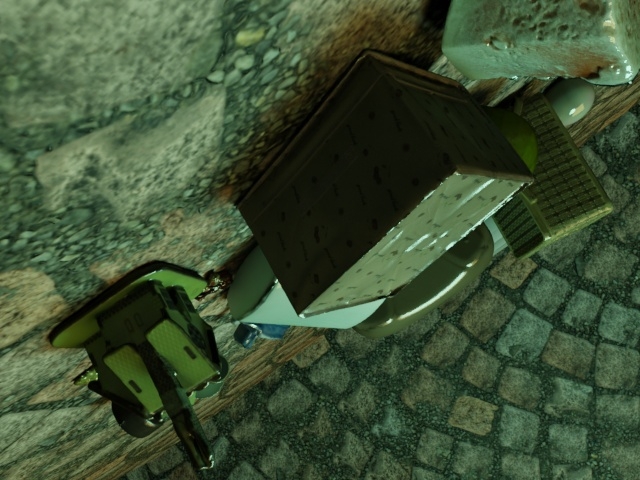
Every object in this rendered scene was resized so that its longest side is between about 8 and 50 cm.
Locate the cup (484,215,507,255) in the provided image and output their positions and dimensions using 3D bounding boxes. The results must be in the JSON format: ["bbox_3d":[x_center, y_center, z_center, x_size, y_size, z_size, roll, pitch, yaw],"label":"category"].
[{"bbox_3d":[0.585,-0.138,1.824,0.327,0.237,0.322,-44,-166,32],"label":"cup"}]

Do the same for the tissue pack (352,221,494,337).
[{"bbox_3d":[0.201,0.047,1.347,0.387,0.267,0.277,-37,168,4],"label":"tissue pack"}]

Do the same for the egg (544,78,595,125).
[{"bbox_3d":[0.590,-0.331,1.358,0.103,0.103,0.135,-24,164,-41],"label":"egg"}]

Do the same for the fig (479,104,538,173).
[{"bbox_3d":[0.298,-0.134,1.057,0.203,0.203,0.225,-53,-165,52],"label":"fig"}]

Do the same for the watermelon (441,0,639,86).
[{"bbox_3d":[0.274,-0.266,0.550,0.320,0.213,0.289,-26,167,10],"label":"watermelon"}]

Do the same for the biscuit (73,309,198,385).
[{"bbox_3d":[-0.346,0.202,1.078,0.231,0.016,0.139,-36,168,3],"label":"biscuit"}]

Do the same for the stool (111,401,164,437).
[{"bbox_3d":[-0.404,0.380,1.337,0.121,0.125,0.217,-38,176,4],"label":"stool"}]

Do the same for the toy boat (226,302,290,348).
[{"bbox_3d":[-0.138,0.177,1.253,0.142,0.129,0.309,-50,166,-3],"label":"toy boat"}]

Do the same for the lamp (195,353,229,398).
[{"bbox_3d":[-0.297,0.343,1.454,0.121,0.121,0.215,-27,176,-34],"label":"lamp"}]

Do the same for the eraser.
[{"bbox_3d":[-0.013,0.089,1.086,0.290,0.104,0.189,11,128,-40],"label":"eraser"}]

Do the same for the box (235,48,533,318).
[{"bbox_3d":[0.080,-0.060,0.761,0.225,0.190,0.297,-3,147,-48],"label":"box"}]

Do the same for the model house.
[{"bbox_3d":[-0.218,0.206,0.841,0.205,0.278,0.218,-35,166,4],"label":"model house"}]

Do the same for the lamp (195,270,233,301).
[{"bbox_3d":[-0.188,0.079,1.012,0.063,0.031,0.083,-38,171,16],"label":"lamp"}]

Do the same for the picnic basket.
[{"bbox_3d":[0.450,-0.136,1.262,0.175,0.312,0.228,-25,168,-3],"label":"picnic basket"}]
